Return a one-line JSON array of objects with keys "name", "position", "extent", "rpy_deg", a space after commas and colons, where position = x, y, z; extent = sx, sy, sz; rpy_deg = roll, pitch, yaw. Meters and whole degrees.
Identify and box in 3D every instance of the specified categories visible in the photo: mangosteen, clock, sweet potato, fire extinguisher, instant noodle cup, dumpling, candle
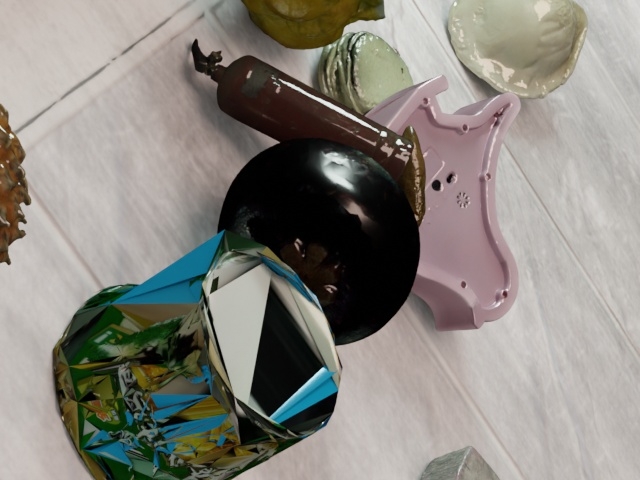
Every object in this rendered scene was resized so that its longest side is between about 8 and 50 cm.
[{"name": "mangosteen", "position": [0.000, 0.000, 1.620], "extent": [0.243, 0.243, 0.242], "rpy_deg": [27, 50, -39]}, {"name": "clock", "position": [0.155, -0.059, 1.870], "extent": [0.275, 0.080, 0.290], "rpy_deg": [48, 60, -21]}, {"name": "sweet potato", "position": [0.100, -0.054, 1.758], "extent": [0.038, 0.041, 0.153], "rpy_deg": [51, 45, -79]}, {"name": "fire extinguisher", "position": [-0.029, -0.143, 1.709], "extent": [0.268, 0.072, 0.089], "rpy_deg": [28, 29, -5]}, {"name": "instant noodle cup", "position": [-0.103, 0.121, 1.442], "extent": [0.240, 0.178, 0.240], "rpy_deg": [29, 49, -39]}, {"name": "dumpling", "position": [0.292, -0.280, 2.201], "extent": [0.216, 0.126, 0.166], "rpy_deg": [2, 84, -53]}, {"name": "candle", "position": [0.163, 0.319, 1.743], "extent": [0.192, 0.068, 0.168], "rpy_deg": [14, 59, -50]}]

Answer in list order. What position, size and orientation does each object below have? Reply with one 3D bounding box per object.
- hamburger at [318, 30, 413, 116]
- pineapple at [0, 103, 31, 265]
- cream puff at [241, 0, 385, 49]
[{"name": "hamburger", "position": [0.058, -0.193, 1.913], "extent": [0.140, 0.062, 0.133], "rpy_deg": [44, 43, -29]}, {"name": "pineapple", "position": [-0.321, -0.029, 1.291], "extent": [0.166, 0.166, 0.193], "rpy_deg": [25, 61, -41]}, {"name": "cream puff", "position": [0.017, -0.351, 1.773], "extent": [0.282, 0.185, 0.281], "rpy_deg": [15, 90, -78]}]
